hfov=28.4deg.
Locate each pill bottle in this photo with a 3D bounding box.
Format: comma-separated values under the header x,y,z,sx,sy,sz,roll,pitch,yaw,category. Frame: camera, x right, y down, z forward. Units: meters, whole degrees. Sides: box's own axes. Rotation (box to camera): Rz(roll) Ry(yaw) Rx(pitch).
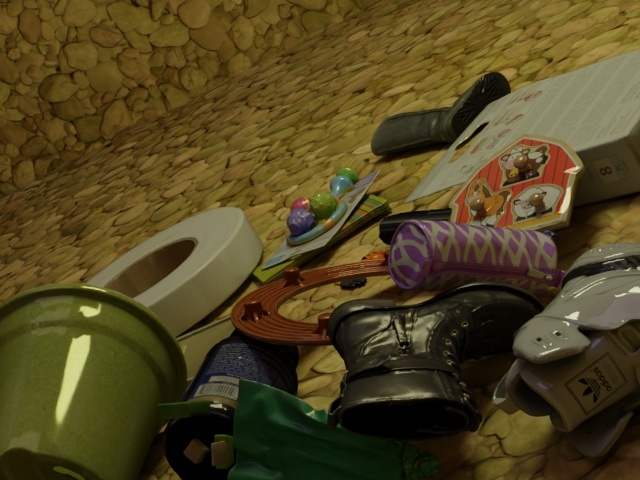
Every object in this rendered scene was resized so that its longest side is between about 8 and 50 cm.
x,y,z,sx,sy,sz,roll,pitch,yaw,category
-0.096,0.188,1.492,0.123,0.123,0.219,-21,20,24,pill bottle

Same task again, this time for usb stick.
x,y,z,sx,sy,sz,roll,pitch,yaw,category
0.189,-0.022,1.736,0.077,0.045,0.278,-14,6,-37,usb stick

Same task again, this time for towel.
x,y,z,sx,sy,sz,roll,pitch,yaw,category
0.000,0.000,2.009,0.237,0.021,0.102,-33,13,-7,towel

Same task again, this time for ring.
x,y,z,sx,sy,sz,roll,pitch,yaw,category
0.053,0.062,1.566,0.336,0.032,0.336,-8,14,2,ring

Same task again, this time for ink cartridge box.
x,y,z,sx,sy,sz,roll,pitch,yaw,category
0.343,-0.143,1.790,0.385,0.091,0.308,-17,23,44,ink cartridge box

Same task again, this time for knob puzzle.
x,y,z,sx,sy,sz,roll,pitch,yaw,category
0.243,-0.074,1.605,0.213,0.030,0.213,-27,33,20,knob puzzle

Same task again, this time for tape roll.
x,y,z,sx,sy,sz,roll,pitch,yaw,category
-0.276,0.078,2.105,0.392,0.072,0.392,-28,17,9,tape roll

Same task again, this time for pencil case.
x,y,z,sx,sy,sz,roll,pitch,yaw,category
0.178,0.025,1.442,0.206,0.086,0.088,4,27,-29,pencil case

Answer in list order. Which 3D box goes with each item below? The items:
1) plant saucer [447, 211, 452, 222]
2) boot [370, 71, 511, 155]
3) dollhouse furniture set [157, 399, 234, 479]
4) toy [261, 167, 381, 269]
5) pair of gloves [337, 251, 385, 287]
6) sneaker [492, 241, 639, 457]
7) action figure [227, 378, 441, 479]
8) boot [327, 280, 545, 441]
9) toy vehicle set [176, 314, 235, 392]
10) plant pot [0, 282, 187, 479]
x,y,z,sx,sy,sz,roll,pitch,yaw,category
0.190,-0.010,1.658,0.015,0.083,0.083,-1,-1,-38,plant saucer
0.208,-0.216,2.201,0.189,0.076,0.208,-38,14,-31,boot
-0.136,0.247,1.343,0.076,0.152,0.058,-5,-5,21,dollhouse furniture set
-0.007,-0.051,2.038,0.137,0.056,0.237,-22,17,38,toy
0.062,0.042,1.819,0.083,0.010,0.074,-39,21,-23,pair of gloves
0.316,0.093,1.130,0.210,0.137,0.366,-41,16,-29,sneaker
0.016,0.219,1.290,0.232,0.137,0.063,3,5,32,action figure
0.127,0.133,1.293,0.263,0.091,0.229,-6,22,-4,boot
-0.223,0.196,1.793,0.267,0.035,0.166,-24,19,16,toy vehicle set
-0.313,0.236,1.527,0.276,0.276,0.254,-24,30,17,plant pot
